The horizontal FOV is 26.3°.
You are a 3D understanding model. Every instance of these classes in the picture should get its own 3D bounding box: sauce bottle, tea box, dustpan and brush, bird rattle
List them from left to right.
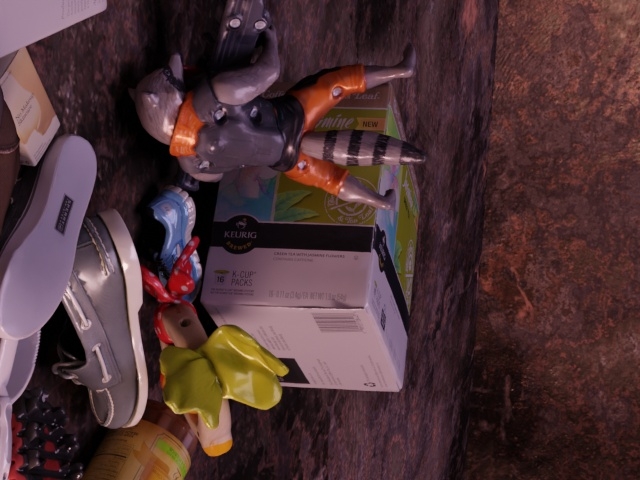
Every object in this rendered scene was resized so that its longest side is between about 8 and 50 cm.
[{"bbox_3d":[-0.315,0.131,1.333,0.147,0.060,0.211,7,93,-71],"label":"dustpan and brush"},{"bbox_3d":[-0.252,0.341,1.559,0.111,0.111,0.344,80,27,-46],"label":"sauce bottle"},{"bbox_3d":[-0.157,0.134,1.565,0.143,0.253,0.207,-23,135,-25],"label":"bird rattle"},{"bbox_3d":[0.000,0.000,1.851,0.329,0.220,0.323,66,27,-64],"label":"tea box"}]

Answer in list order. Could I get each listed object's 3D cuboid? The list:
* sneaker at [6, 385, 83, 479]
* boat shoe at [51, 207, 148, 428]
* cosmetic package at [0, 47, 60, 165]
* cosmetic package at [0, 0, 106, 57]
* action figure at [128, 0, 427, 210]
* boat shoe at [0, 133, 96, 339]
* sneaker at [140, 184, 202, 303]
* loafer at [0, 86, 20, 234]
[{"bbox_3d":[-0.311,0.287,1.382,0.097,0.135,0.276,32,46,-57],"label":"sneaker"},{"bbox_3d":[-0.251,0.099,1.478,0.099,0.116,0.319,-19,141,-23],"label":"boat shoe"},{"bbox_3d":[-0.291,-0.130,1.292,0.115,0.041,0.060,75,32,-52],"label":"cosmetic package"},{"bbox_3d":[-0.280,-0.237,1.207,0.231,0.085,0.117,-42,139,-58],"label":"cosmetic package"},{"bbox_3d":[-0.049,-0.169,1.555,0.178,0.330,0.341,-109,-156,-54],"label":"action figure"},{"bbox_3d":[-0.286,-0.005,1.320,0.080,0.076,0.228,47,46,-47],"label":"boat shoe"},{"bbox_3d":[-0.192,0.015,1.663,0.073,0.063,0.162,-32,127,-43],"label":"sneaker"},{"bbox_3d":[-0.322,0.036,1.137,0.130,0.134,0.366,56,48,-60],"label":"loafer"}]
